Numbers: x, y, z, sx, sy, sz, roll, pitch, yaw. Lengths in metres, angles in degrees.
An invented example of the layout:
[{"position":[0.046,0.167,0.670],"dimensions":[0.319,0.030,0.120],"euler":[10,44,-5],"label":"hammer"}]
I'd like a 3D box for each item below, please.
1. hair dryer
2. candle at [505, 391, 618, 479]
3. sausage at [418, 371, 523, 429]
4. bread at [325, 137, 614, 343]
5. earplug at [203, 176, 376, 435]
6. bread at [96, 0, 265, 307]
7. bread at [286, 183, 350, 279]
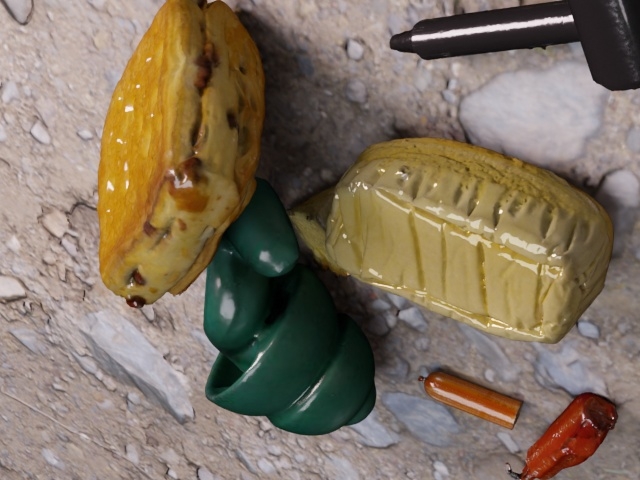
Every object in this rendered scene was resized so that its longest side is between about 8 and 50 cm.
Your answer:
[{"position":[0.146,-0.174,0.913],"dimensions":[0.248,0.070,0.114],"euler":[4,129,44],"label":"hair dryer"},{"position":[0.227,0.202,1.181],"dimensions":[0.053,0.048,0.162],"euler":[60,145,22],"label":"candle"},{"position":[0.146,0.155,1.211],"dimensions":[0.107,0.031,0.031],"euler":[18,134,21],"label":"sausage"},{"position":[0.125,-0.008,1.027],"dimensions":[0.236,0.106,0.140],"euler":[20,136,21],"label":"bread"},{"position":[-0.031,0.071,1.173],"dimensions":[0.280,0.164,0.257],"euler":[41,131,-20],"label":"earplug"},{"position":[-0.119,-0.080,1.064],"dimensions":[0.099,0.235,0.210],"euler":[12,143,-24],"label":"bread"},{"position":[0.000,0.000,1.142],"dimensions":[0.109,0.080,0.084],"euler":[-24,107,43],"label":"bread"}]
